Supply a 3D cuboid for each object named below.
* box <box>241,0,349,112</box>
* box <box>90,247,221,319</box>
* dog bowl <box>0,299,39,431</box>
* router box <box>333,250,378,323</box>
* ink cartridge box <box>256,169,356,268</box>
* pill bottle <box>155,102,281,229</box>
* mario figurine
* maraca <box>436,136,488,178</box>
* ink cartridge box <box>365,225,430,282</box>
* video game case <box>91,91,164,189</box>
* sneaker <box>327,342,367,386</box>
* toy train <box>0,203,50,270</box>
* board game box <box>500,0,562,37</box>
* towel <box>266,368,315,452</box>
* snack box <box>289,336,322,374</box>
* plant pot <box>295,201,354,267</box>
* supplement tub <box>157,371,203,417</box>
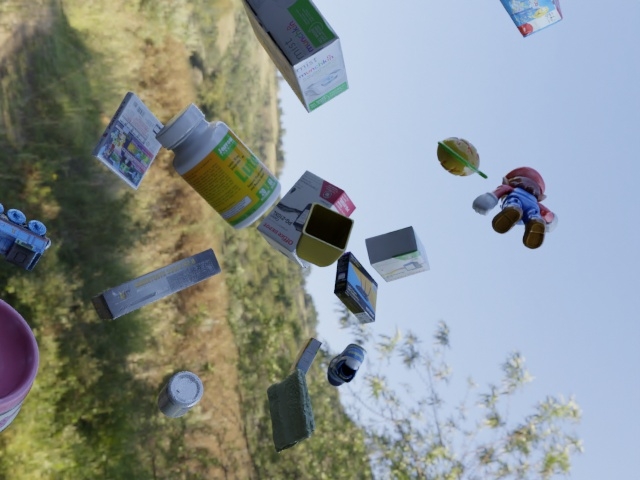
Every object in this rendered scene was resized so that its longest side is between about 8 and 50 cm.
[{"bbox_3d":[-0.063,-0.463,1.595,0.262,0.127,0.231,57,-2,18],"label":"box"},{"bbox_3d":[-0.335,0.090,1.410,0.183,0.231,0.056,-17,-83,65],"label":"box"},{"bbox_3d":[-0.901,0.297,1.760,0.150,0.408,0.407,-38,-132,26],"label":"dog bowl"},{"bbox_3d":[0.101,0.134,1.967,0.179,0.046,0.133,49,37,-42],"label":"router box"},{"bbox_3d":[-0.042,-0.063,2.030,0.172,0.237,0.100,32,-12,39],"label":"ink cartridge box"},{"bbox_3d":[-0.206,-0.151,1.398,0.245,0.136,0.136,46,-1,-20],"label":"pill bottle"},{"bbox_3d":[0.510,-0.067,1.815,0.198,0.170,0.320,60,26,-13],"label":"mario figurine"},{"bbox_3d":[0.391,-0.222,1.923,0.099,0.186,0.127,-51,-140,16],"label":"maraca"},{"bbox_3d":[0.245,0.046,2.191,0.212,0.154,0.093,44,32,-65],"label":"ink cartridge box"},{"bbox_3d":[-0.476,-0.248,1.767,0.183,0.023,0.201,-64,159,-13],"label":"video game case"},{"bbox_3d":[0.047,0.273,1.467,0.144,0.053,0.059,118,-4,-45],"label":"sneaker"},{"bbox_3d":[-0.681,-0.015,1.516,0.080,0.184,0.105,-47,-152,26],"label":"toy train"},{"bbox_3d":[0.362,-0.615,1.373,0.302,0.086,0.308,32,49,-47],"label":"board game box"},{"bbox_3d":[-0.062,0.342,1.407,0.110,0.027,0.148,-36,-134,30],"label":"towel"},{"bbox_3d":[-0.042,0.321,1.923,0.100,0.037,0.141,-60,-179,-14],"label":"snack box"},{"bbox_3d":[0.000,0.000,1.221,0.083,0.081,0.081,121,-9,-46],"label":"plant pot"},{"bbox_3d":[-0.277,0.304,1.374,0.107,0.071,0.071,-45,-129,55],"label":"supplement tub"}]
